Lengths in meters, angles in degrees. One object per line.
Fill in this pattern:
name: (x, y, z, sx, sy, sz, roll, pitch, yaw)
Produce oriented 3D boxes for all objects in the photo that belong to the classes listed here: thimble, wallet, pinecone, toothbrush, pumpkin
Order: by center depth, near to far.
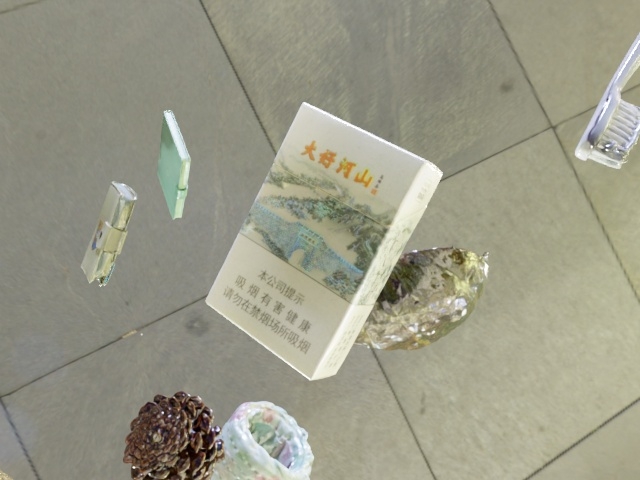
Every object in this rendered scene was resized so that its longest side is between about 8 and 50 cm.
toothbrush: (0.212, -0.144, 0.372, 0.024, 0.021, 0.288, 28, 63, 15)
pumpkin: (0.132, 0.080, 0.905, 0.278, 0.163, 0.111, 11, 52, -21)
wallet: (-0.340, -0.011, 1.015, 0.039, 0.110, 0.155, 18, 97, -30)
pinecone: (-0.233, 0.344, 1.044, 0.163, 0.165, 0.163, -12, 53, 16)
thimble: (-0.117, 0.438, 1.240, 0.211, 0.185, 0.149, 47, 109, 32)

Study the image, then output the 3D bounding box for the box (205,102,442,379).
box: (0.000, 0.000, 0.692, 0.164, 0.069, 0.256, 31, 98, 26)

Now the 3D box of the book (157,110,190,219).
book: (-0.216, -0.106, 0.921, 0.017, 0.135, 0.103, -11, 59, -26)

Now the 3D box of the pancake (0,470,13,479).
pancake: (-0.575, 0.459, 0.975, 0.050, 0.242, 0.242, -27, 90, 21)
